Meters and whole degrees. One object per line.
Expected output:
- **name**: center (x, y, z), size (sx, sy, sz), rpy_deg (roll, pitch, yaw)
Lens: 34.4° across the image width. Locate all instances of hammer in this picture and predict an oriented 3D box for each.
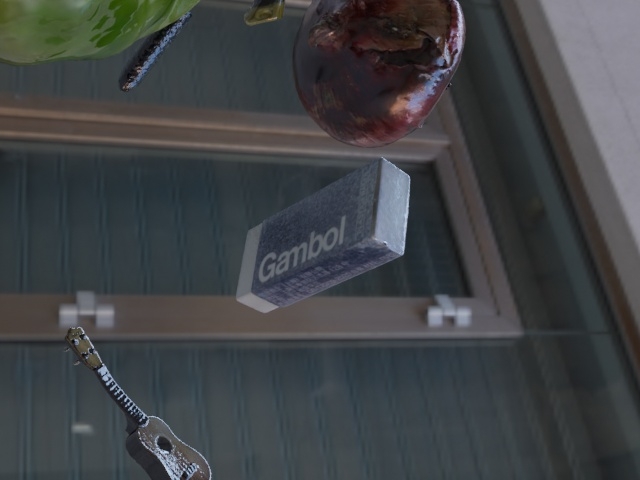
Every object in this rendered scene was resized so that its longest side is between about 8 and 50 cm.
- **hammer**: center (-0.086, -0.411, 1.407), size (0.041, 0.159, 0.226), rpy_deg (-70, 152, -75)

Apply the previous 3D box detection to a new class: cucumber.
- **cucumber**: center (-0.213, -0.241, 1.309), size (0.133, 0.032, 0.032), rpy_deg (-53, -155, 1)

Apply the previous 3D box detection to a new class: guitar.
- **guitar**: center (-0.244, 0.224, 1.325), size (0.038, 0.271, 0.084), rpy_deg (-38, -176, 22)

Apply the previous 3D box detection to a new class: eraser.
- **eraser**: center (0.000, 0.000, 1.026), size (0.212, 0.046, 0.091), rpy_deg (-26, -134, 45)

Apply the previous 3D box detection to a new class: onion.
- **onion**: center (0.064, -0.273, 1.447), size (0.272, 0.195, 0.271), rpy_deg (-4, -98, 30)

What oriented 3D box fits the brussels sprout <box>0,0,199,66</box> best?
- **brussels sprout**: center (-0.235, -0.310, 0.700), size (0.425, 0.343, 0.361), rpy_deg (69, 34, -41)
